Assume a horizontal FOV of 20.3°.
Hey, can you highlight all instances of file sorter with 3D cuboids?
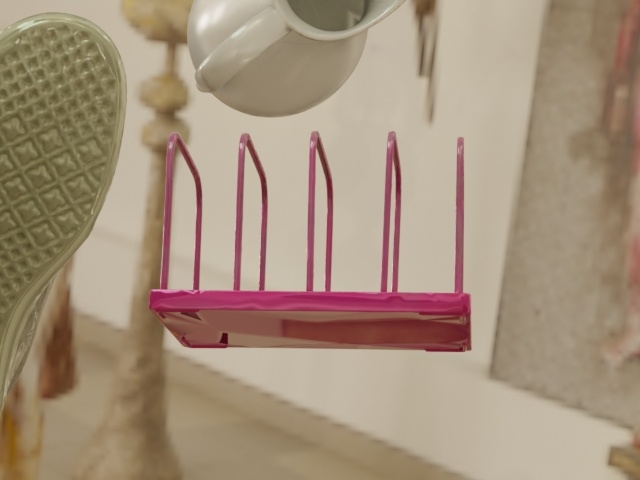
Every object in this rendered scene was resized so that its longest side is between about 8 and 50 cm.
[{"bbox_3d":[0.000,0.000,1.711,0.290,0.182,0.202,0,-14,5],"label":"file sorter"}]

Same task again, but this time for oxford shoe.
[{"bbox_3d":[-0.289,0.002,1.540,0.169,0.449,0.130,20,21,-6],"label":"oxford shoe"}]

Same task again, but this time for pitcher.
[{"bbox_3d":[-0.038,-0.146,1.259,0.177,0.125,0.207,-37,4,-22],"label":"pitcher"}]
